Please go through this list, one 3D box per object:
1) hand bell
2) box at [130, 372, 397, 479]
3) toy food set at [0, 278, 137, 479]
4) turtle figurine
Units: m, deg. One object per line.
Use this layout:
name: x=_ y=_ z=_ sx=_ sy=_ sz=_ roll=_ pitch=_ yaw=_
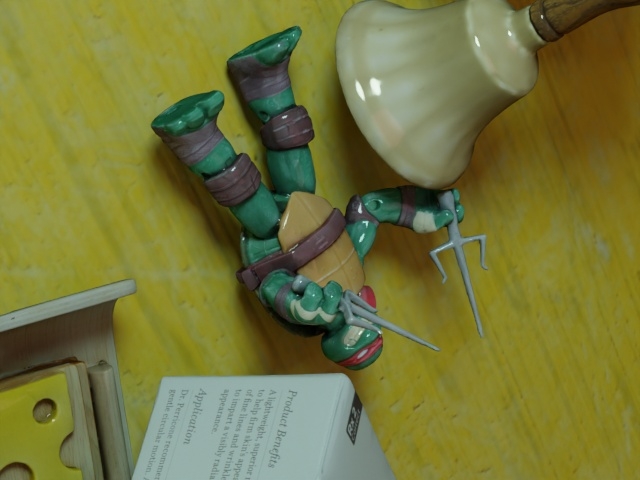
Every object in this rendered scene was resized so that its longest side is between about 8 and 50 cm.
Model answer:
hand bell: x=0.138 y=-0.133 z=1.118 sx=0.126 sy=0.242 sz=0.126 roll=30 pitch=47 yaw=-38
box: x=-0.031 y=0.198 z=1.112 sx=0.182 sy=0.119 sz=0.181 roll=66 pitch=30 yaw=-46
toy food set: x=-0.180 y=0.189 z=1.097 sx=0.219 sy=0.092 sz=0.306 roll=-17 pitch=110 yaw=-30
turtle figurine: x=0.000 y=0.000 z=1.158 sx=0.234 sy=0.118 sz=0.175 roll=58 pitch=33 yaw=-15
